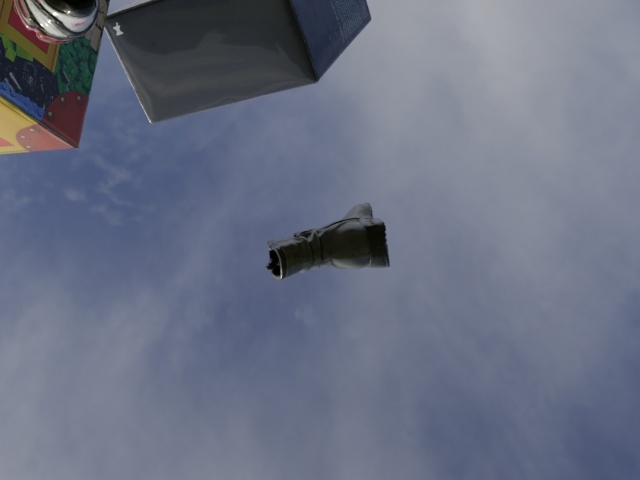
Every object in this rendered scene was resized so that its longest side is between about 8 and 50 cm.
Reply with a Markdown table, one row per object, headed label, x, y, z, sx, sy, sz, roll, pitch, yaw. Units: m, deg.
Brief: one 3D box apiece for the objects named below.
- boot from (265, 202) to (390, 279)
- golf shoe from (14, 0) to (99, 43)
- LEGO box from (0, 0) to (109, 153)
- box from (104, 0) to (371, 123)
| label | x | y | z | sx | sy | sz | roll | pitch | yaw |
| --- | --- | --- | --- | --- | --- | --- | --- | --- | --- |
| boot | 0.000 | 0.000 | 1.051 | 0.161 | 0.246 | 0.084 | -7 | -84 | -3 |
| golf shoe | -0.195 | -0.238 | 0.528 | 0.067 | 0.186 | 0.086 | -23 | -165 | -31 |
| LEGO box | -0.485 | -0.288 | 0.804 | 0.500 | 0.193 | 0.373 | 0 | -109 | 20 |
| box | -0.115 | -0.337 | 1.149 | 0.296 | 0.183 | 0.294 | -8 | -152 | 26 |
